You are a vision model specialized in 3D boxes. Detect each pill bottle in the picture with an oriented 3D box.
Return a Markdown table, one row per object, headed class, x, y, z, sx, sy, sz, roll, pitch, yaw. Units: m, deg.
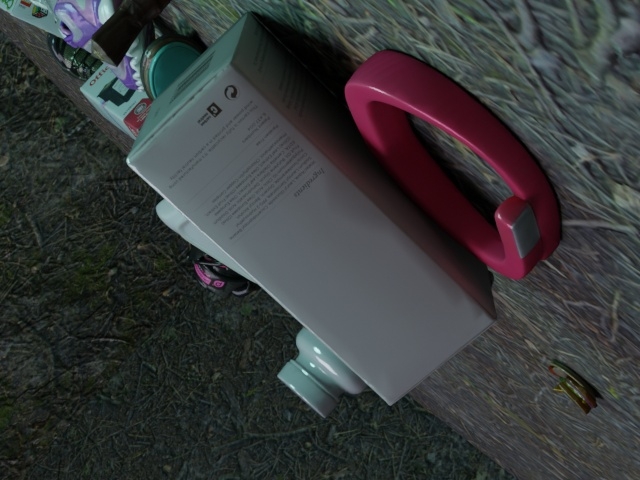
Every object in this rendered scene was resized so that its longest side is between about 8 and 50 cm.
| class | x | y | z | sx | sy | sz | roll | pitch | yaw |
| --- | --- | --- | --- | --- | --- | --- | --- | --- | --- |
| pill bottle | 0.049 | 0.150 | 2.105 | 0.136 | 0.246 | 0.136 | 40 | 173 | 6 |

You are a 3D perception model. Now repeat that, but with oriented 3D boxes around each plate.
| class | x | y | z | sx | sy | sz | roll | pitch | yaw |
| --- | --- | --- | --- | --- | --- | --- | --- | --- | --- |
| plate | -0.120 | -0.009 | 2.262 | 0.278 | 0.045 | 0.277 | 33 | 151 | -16 |

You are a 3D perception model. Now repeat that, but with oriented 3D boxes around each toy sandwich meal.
| class | x | y | z | sx | sy | sz | roll | pitch | yaw |
| --- | --- | --- | --- | --- | --- | --- | --- | --- | --- |
| toy sandwich meal | 0.322 | 0.191 | 1.752 | 0.085 | 0.029 | 0.085 | 41 | 173 | 6 |

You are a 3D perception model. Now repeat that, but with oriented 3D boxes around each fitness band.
| class | x | y | z | sx | sy | sz | roll | pitch | yaw |
| --- | --- | --- | --- | --- | --- | --- | --- | --- | --- |
| fitness band | 0.118 | -0.065 | 1.201 | 0.209 | 0.054 | 0.291 | 42 | 173 | 22 |

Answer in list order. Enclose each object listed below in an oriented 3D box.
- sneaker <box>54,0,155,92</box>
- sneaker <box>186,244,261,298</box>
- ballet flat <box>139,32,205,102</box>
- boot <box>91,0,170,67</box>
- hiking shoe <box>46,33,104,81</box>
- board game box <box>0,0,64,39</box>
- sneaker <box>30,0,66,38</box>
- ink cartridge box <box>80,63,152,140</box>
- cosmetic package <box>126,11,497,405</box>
| class | x | y | z | sx | sy | sz | roll | pitch | yaw |
| --- | --- | --- | --- | --- | --- | --- | --- | --- | --- |
| sneaker | -0.283 | -0.273 | 1.783 | 0.104 | 0.095 | 0.236 | 0 | 160 | 8 |
| sneaker | -0.149 | 0.012 | 2.531 | 0.185 | 0.202 | 0.483 | 39 | 173 | 17 |
| ballet flat | -0.181 | -0.207 | 1.804 | 0.096 | 0.095 | 0.280 | 51 | 179 | 30 |
| boot | -0.242 | -0.272 | 1.606 | 0.037 | 0.114 | 0.106 | 34 | 170 | 47 |
| hiking shoe | -0.375 | -0.305 | 2.380 | 0.227 | 0.086 | 0.114 | 38 | 162 | -22 |
| board game box | -0.467 | -0.386 | 2.188 | 0.193 | 0.053 | 0.305 | 22 | -172 | -41 |
| sneaker | -0.365 | -0.377 | 1.871 | 0.229 | 0.086 | 0.132 | 46 | 158 | 45 |
| ink cartridge box | -0.250 | -0.214 | 1.967 | 0.175 | 0.127 | 0.072 | 35 | 169 | 43 |
| cosmetic package | 0.000 | -0.035 | 1.367 | 0.365 | 0.155 | 0.197 | 45 | -163 | -15 |
